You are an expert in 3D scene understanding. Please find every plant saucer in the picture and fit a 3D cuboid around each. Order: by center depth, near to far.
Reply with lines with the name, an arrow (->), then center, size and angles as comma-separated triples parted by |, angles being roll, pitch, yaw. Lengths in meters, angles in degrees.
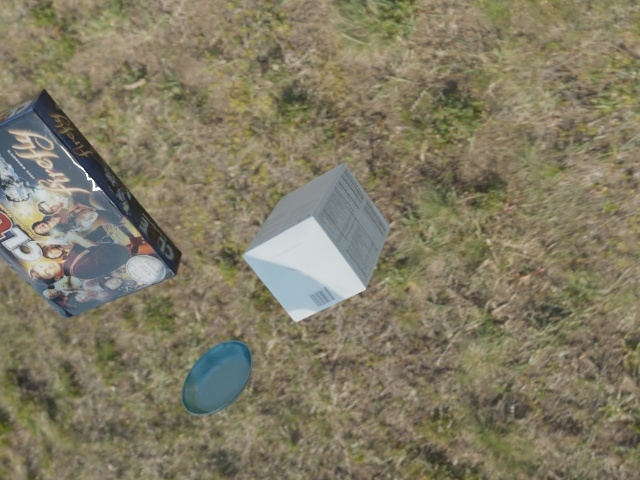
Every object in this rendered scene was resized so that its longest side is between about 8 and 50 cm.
plant saucer -> -0.138, 0.193, 1.035 | 0.119, 0.119, 0.021 | -9, 133, 35

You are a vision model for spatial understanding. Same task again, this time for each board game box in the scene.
board game box -> -0.289, -0.028, 0.820 | 0.165, 0.042, 0.243 | -21, 126, 19

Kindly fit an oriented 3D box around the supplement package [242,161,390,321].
supplement package -> 0.000, 0.000, 1.654 | 0.199, 0.263, 0.198 | -28, 109, 30
